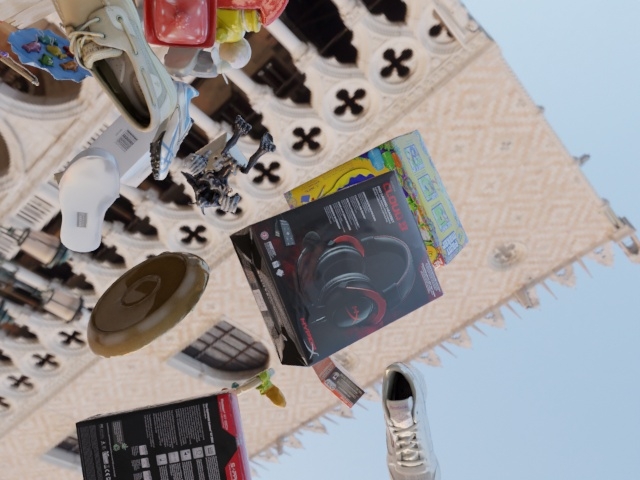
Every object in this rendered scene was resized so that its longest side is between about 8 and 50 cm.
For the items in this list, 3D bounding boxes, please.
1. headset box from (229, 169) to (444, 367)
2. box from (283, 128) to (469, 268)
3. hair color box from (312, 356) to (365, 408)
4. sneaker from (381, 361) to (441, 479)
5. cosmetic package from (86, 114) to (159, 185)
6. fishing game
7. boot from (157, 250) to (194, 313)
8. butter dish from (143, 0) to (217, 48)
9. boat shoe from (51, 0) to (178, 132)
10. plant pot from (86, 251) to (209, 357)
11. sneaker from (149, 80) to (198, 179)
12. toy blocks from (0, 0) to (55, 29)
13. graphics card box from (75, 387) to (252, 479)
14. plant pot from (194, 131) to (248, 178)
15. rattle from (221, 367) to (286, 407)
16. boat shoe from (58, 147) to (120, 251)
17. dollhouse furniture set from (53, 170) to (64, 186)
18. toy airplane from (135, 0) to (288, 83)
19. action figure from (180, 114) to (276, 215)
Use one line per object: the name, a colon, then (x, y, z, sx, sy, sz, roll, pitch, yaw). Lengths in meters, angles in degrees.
headset box: (0.041, 0.034, 0.925, 0.293, 0.218, 0.110, -22, -178, -27)
box: (0.125, -0.051, 1.324, 0.289, 0.279, 0.177, -24, -176, 33)
hair color box: (0.038, 0.320, 1.385, 0.053, 0.093, 0.167, -48, -173, -6)
sneaker: (0.172, 0.403, 1.242, 0.114, 0.152, 0.305, -14, -116, 16)
cosmetic package: (-0.568, -0.293, 1.846, 0.224, 0.138, 0.224, -45, -176, -1)
fishing game: (-0.581, -0.415, 1.307, 0.041, 0.189, 0.264, -53, -179, 33)
boot: (-0.489, 0.186, 1.800, 0.095, 0.203, 0.262, 23, -113, 41)
butter dish: (-0.304, -0.490, 1.300, 0.118, 0.160, 0.160, -112, -155, -54)
boat shoe: (-0.337, -0.312, 0.934, 0.109, 0.302, 0.098, -19, -153, 21)
plant pot: (-0.296, 0.094, 1.000, 0.236, 0.032, 0.236, -20, -147, 14)
sneaker: (-0.341, -0.250, 1.386, 0.085, 0.086, 0.237, 41, -63, 51)
toy blocks: (-0.603, -0.451, 1.002, 0.260, 0.191, 0.381, -23, 177, 9)
graphics card box: (-0.356, 0.491, 1.370, 0.370, 0.094, 0.233, -12, -96, 1)
plant pot: (-0.253, -0.200, 1.532, 0.109, 0.109, 0.096, -33, -161, 4)
rattle: (-0.225, 0.527, 2.028, 0.199, 0.143, 0.130, -33, -168, 16)
boat shoe: (-0.471, -0.100, 1.224, 0.306, 0.113, 0.105, 119, -29, -50)
dollhouse furniture set: (-0.753, -0.155, 1.885, 0.144, 0.123, 0.151, -23, -178, -30)
toy airplane: (-0.285, -0.553, 1.520, 0.386, 0.273, 0.384, -42, -138, -13)
action figure: (-0.228, -0.147, 1.348, 0.276, 0.164, 0.141, -47, -175, 26)
